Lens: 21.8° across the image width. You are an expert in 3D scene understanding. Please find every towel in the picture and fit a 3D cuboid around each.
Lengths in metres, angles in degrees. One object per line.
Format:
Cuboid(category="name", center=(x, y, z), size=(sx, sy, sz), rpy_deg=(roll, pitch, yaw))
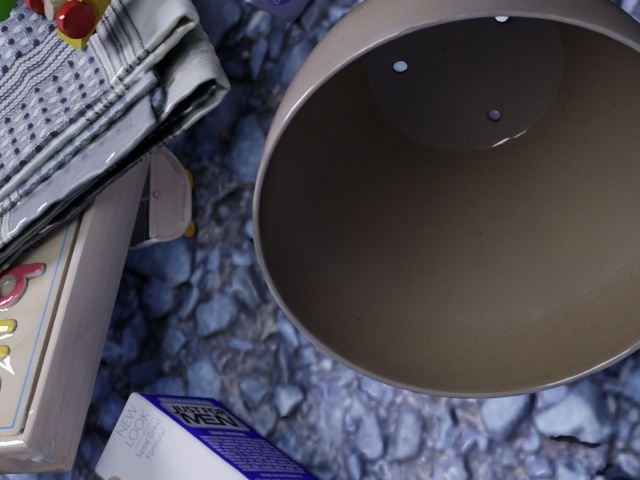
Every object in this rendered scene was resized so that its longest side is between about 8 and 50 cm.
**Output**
Cuboid(category="towel", center=(-0.240, -0.131, 1.304), size=(0.312, 0.056, 0.324), rpy_deg=(-37, 48, 9))

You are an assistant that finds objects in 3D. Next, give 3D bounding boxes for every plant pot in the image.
Cuboid(category="plant pot", center=(0.100, -0.066, 1.069), size=(0.284, 0.284, 0.191), rpy_deg=(-37, 29, 22))

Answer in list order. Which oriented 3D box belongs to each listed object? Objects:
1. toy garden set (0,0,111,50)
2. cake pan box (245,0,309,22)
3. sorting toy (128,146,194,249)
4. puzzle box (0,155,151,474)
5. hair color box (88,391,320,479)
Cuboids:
Cuboid(category="toy garden set", center=(-0.172, -0.262, 1.271), size=(0.244, 0.049, 0.204), rpy_deg=(-54, 43, 0))
Cuboid(category="cake pan box", center=(-0.030, -0.338, 1.293), size=(0.267, 0.070, 0.246), rpy_deg=(-48, 58, 17))
Cuboid(category="sorting toy", center=(-0.140, -0.025, 1.325), size=(0.075, 0.045, 0.083), rpy_deg=(-19, 64, 39))
Cuboid(category="puzzle box", center=(-0.265, -0.009, 1.316), size=(0.272, 0.052, 0.409), rpy_deg=(-7, 58, 31))
Cuboid(category="hair color box", center=(-0.032, 0.270, 1.163), size=(0.339, 0.110, 0.185), rpy_deg=(33, 101, 34))
